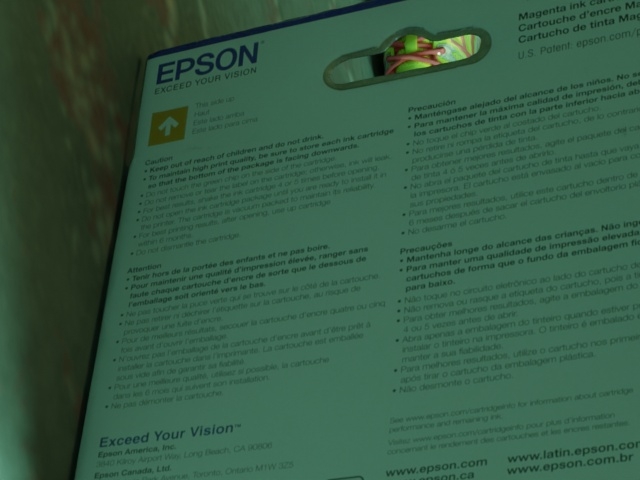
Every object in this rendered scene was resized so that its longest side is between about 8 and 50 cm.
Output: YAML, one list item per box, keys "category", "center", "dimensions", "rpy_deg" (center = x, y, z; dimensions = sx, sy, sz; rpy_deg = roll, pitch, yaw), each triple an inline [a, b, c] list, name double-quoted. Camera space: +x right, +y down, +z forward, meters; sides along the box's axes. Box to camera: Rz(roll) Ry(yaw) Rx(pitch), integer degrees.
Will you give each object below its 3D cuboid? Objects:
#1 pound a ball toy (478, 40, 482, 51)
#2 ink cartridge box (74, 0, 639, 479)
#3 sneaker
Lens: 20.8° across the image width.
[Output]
- category: "pound a ball toy"
  center: [0.224, -0.219, 1.520]
  dimensions: [0.319, 0.208, 0.136]
  rpy_deg: [-61, 136, -57]
- category: "ink cartridge box"
  center: [0.047, 0.023, 0.850]
  dimensions: [0.071, 0.324, 0.330]
  rpy_deg: [53, 35, -48]
- category: "sneaker"
  center: [0.081, -0.144, 1.318]
  dimensions: [0.094, 0.081, 0.209]
  rpy_deg: [-45, 122, -60]
